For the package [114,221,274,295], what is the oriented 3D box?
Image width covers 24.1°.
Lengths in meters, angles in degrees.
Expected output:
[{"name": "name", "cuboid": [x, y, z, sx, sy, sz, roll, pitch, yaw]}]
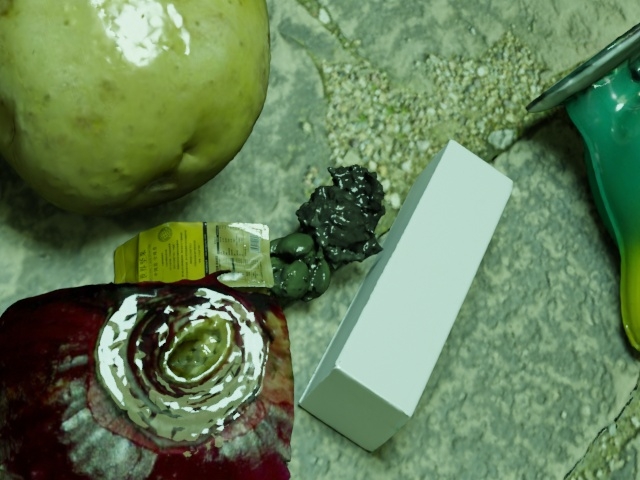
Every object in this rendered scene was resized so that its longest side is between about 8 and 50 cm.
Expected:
[{"name": "package", "cuboid": [-0.105, 0.023, 1.230, 0.131, 0.047, 0.071, 1, 57, -5]}]

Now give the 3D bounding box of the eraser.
[{"name": "eraser", "cuboid": [0.082, 0.042, 1.326, 0.078, 0.076, 0.298, 33, 49, -5]}]

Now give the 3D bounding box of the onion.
[{"name": "onion", "cuboid": [-0.138, 0.142, 1.062, 0.207, 0.216, 0.206, 1, 70, -14]}]

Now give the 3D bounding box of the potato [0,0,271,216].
[{"name": "potato", "cuboid": [-0.163, -0.134, 1.231, 0.285, 0.242, 0.243, -6, 63, -39]}]

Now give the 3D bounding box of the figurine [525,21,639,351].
[{"name": "figurine", "cuboid": [0.382, -0.056, 1.476, 0.323, 0.231, 0.340, -34, 87, -14]}]

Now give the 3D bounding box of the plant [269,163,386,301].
[{"name": "plant", "cuboid": [0.000, 0.000, 1.310, 0.174, 0.085, 0.087, -46, 108, -31]}]
